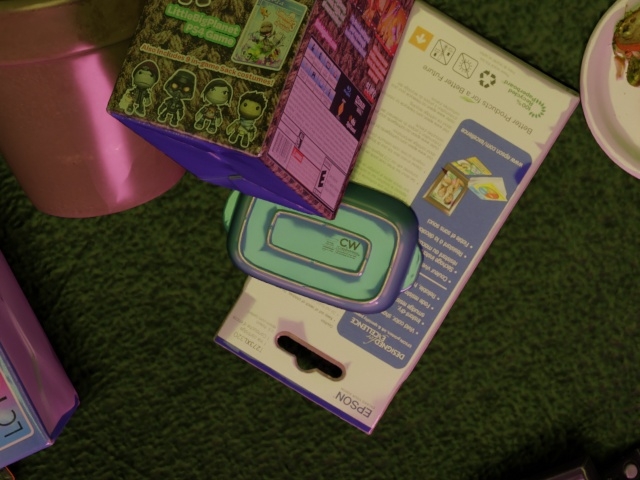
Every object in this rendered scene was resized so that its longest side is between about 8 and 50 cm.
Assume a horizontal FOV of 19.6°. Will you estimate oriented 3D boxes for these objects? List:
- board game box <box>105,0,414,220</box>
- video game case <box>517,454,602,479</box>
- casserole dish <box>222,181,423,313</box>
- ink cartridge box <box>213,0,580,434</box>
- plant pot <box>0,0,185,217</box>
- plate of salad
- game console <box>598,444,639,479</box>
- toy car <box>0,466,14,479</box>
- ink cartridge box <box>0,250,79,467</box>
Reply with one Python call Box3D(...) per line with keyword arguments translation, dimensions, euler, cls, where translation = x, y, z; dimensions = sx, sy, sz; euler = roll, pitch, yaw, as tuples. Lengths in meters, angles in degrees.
Box3D(translation=(-0.030, -0.193, 1.557), dimensions=(0.141, 0.232, 0.291), euler=(18, 83, 18), cls="board game box")
Box3D(translation=(0.199, 0.366, 1.748), dimensions=(0.248, 0.035, 0.275), euler=(-24, 97, 24), cls="video game case")
Box3D(translation=(0.000, 0.000, 1.674), dimensions=(0.188, 0.037, 0.114), euler=(19, 100, 2), cls="casserole dish")
Box3D(translation=(0.068, -0.023, 1.711), dimensions=(0.176, 0.069, 0.371), euler=(31, 98, 0), cls="ink cartridge box")
Box3D(translation=(-0.209, -0.151, 1.639), dimensions=(0.263, 0.263, 0.229), euler=(-9, 116, 6), cls="plant pot")
Box3D(translation=(0.335, -0.143, 1.677), dimensions=(0.200, 0.048, 0.200), euler=(1, 99, 4), cls="plate of salad")
Box3D(translation=(0.333, 0.261, 1.721), dimensions=(0.124, 0.085, 0.144), euler=(-31, 96, -26), cls="game console")
Box3D(translation=(-0.293, 0.258, 1.799), dimensions=(0.122, 0.040, 0.060), euler=(31, 79, 2), cls="toy car")
Box3D(translation=(-0.466, 0.140, 1.744), dimensions=(0.395, 0.151, 0.270), euler=(-26, 96, 10), cls="ink cartridge box")
